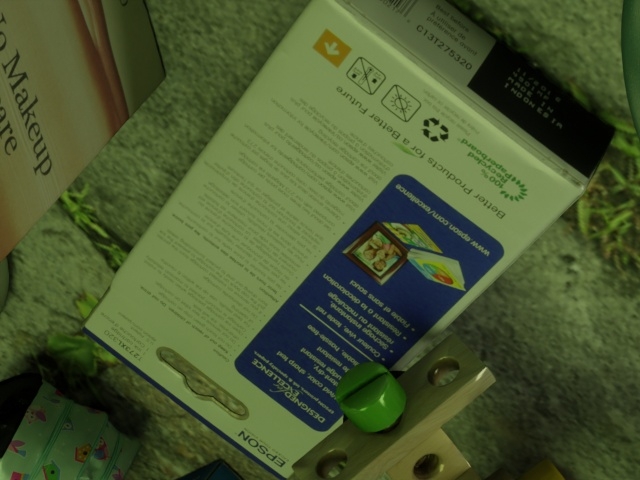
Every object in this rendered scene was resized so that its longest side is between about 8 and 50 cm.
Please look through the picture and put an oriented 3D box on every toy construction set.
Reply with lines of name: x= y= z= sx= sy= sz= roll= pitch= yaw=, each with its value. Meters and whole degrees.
toy construction set: x=0.132 y=0.163 z=1.042 sx=0.309 sy=0.257 sz=0.237 roll=-21 pitch=123 yaw=18

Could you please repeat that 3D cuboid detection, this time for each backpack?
backpack: x=-0.214 y=0.180 z=1.368 sx=0.115 sy=0.152 sz=0.182 roll=26 pitch=136 yaw=-13

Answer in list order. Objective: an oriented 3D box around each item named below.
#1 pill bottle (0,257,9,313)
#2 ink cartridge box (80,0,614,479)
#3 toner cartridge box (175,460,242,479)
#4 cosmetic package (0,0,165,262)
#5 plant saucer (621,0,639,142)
pill bottle: x=-0.399 y=0.099 z=1.213 sx=0.224 sy=0.392 sz=0.224 roll=18 pitch=135 yaw=19
ink cartridge box: x=0.000 y=0.000 z=1.109 sx=0.176 sy=0.069 sz=0.371 roll=37 pitch=135 yaw=-3
toner cartridge box: x=-0.190 y=0.290 z=1.418 sx=0.075 sy=0.165 sz=0.348 roll=47 pitch=136 yaw=-12
cosmetic package: x=-0.224 y=-0.070 z=1.021 sx=0.129 sy=0.296 sz=0.153 roll=5 pitch=131 yaw=29
plant saucer: x=0.272 y=-0.057 z=0.856 sx=0.318 sy=0.044 sz=0.317 roll=25 pitch=134 yaw=28
